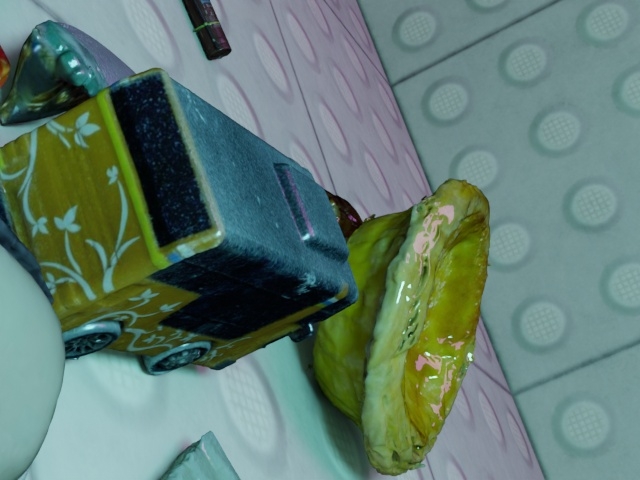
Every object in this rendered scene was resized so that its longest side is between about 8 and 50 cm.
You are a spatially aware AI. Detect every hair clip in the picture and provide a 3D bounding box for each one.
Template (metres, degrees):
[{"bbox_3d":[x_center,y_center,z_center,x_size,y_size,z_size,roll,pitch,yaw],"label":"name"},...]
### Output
[{"bbox_3d":[-0.214,-0.153,1.018,0.359,0.110,0.095,-38,142,-79],"label":"hair clip"}]

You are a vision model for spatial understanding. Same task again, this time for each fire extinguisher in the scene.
[{"bbox_3d":[-0.170,-0.324,1.512,0.056,0.039,0.132,32,34,-80],"label":"fire extinguisher"}]

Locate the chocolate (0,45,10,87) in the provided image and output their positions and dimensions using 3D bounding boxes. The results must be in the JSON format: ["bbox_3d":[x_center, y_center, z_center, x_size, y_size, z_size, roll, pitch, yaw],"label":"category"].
[{"bbox_3d":[-0.312,-0.159,0.609,0.237,0.108,0.235,64,16,-5],"label":"chocolate"}]

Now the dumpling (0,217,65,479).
[{"bbox_3d":[-0.198,0.076,0.493,0.293,0.163,0.204,68,-4,-47],"label":"dumpling"}]

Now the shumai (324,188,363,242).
[{"bbox_3d":[0.000,0.000,1.397,0.201,0.120,0.201,54,16,-24],"label":"shumai"}]

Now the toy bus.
[{"bbox_3d":[-0.110,0.001,0.863,0.323,0.194,0.161,27,38,-66],"label":"toy bus"}]

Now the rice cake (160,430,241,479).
[{"bbox_3d":[-0.062,0.280,0.859,0.237,0.043,0.127,62,16,-6],"label":"rice cake"}]

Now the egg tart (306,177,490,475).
[{"bbox_3d":[0.098,0.098,1.312,0.388,0.169,0.387,14,90,-73],"label":"egg tart"}]
